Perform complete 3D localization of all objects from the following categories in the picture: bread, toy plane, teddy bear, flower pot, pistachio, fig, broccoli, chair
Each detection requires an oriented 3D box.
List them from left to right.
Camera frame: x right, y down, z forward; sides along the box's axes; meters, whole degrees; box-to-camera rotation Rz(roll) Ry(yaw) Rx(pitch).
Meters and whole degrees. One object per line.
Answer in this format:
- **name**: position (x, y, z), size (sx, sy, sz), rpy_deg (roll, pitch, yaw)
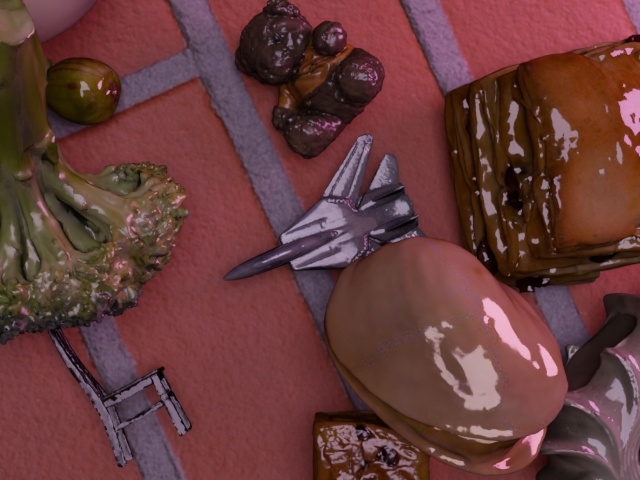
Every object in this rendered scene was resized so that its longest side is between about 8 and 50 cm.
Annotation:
- **fig**: position (-0.340, -0.197, 1.623), size (0.166, 0.093, 0.093), rpy_deg (8, 85, -4)
- **broccoli**: position (-0.308, -0.074, 1.496), size (0.275, 0.353, 0.397), rpy_deg (17, 99, 27)
- **chair**: position (-0.255, 0.168, 1.606), size (0.101, 0.084, 0.212), rpy_deg (-27, 88, -4)
- **teddy bear**: position (-0.019, -0.223, 1.640), size (0.190, 0.177, 0.140), rpy_deg (37, 38, -2)
- **toy plane**: position (0.000, 0.001, 1.648), size (0.267, 0.088, 0.212), rpy_deg (-23, 87, 1)
- **bread**: position (0.056, 0.289, 1.591), size (0.149, 0.158, 0.143), rpy_deg (1, 90, -7)
- **pistachio**: position (0.147, 0.133, 1.526), size (0.238, 0.229, 0.321), rpy_deg (-36, 64, -29)
- **bread**: position (0.361, -0.108, 1.636), size (0.370, 0.191, 0.314), rpy_deg (-10, 85, -8)
- **flower pot**: position (0.431, 0.198, 1.630), size (0.254, 0.164, 0.367), rpy_deg (44, 79, -11)

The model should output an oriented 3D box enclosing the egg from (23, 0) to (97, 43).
- **egg**: position (-0.426, -0.358, 1.535), size (0.345, 0.283, 0.283), rpy_deg (9, 84, -15)
